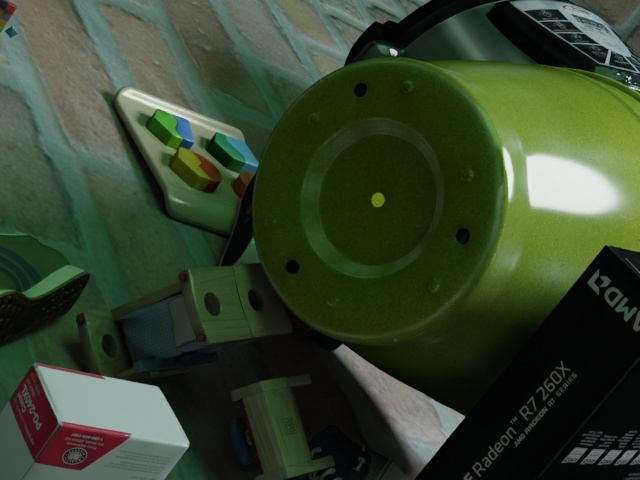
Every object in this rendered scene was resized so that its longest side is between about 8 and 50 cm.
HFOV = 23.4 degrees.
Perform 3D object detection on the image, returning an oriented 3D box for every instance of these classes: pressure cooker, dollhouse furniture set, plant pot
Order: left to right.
[{"bbox_3d":[-0.098,0.127,1.304,0.129,0.129,0.183,-2,72,-57],"label":"dollhouse furniture set"},{"bbox_3d":[0.125,-0.015,1.393,0.366,0.366,0.353,52,19,26],"label":"plant pot"},{"bbox_3d":[0.226,-0.110,1.892,0.420,0.376,0.370,-116,-174,-45],"label":"pressure cooker"}]

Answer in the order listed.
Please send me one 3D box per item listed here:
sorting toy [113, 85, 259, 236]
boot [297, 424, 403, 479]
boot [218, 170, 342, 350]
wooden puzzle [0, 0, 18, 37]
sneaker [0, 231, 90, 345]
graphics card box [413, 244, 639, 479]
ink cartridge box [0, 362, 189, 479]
[{"bbox_3d":[-0.122,-0.083,1.722,0.193,0.038,0.208,19,31,-40],"label":"sorting toy"},{"bbox_3d":[0.009,0.221,1.346,0.086,0.069,0.190,35,14,6],"label":"boot"},{"bbox_3d":[0.000,0.000,1.649,0.176,0.088,0.244,36,44,-18],"label":"boot"},{"bbox_3d":[-0.356,-0.241,1.639,0.083,0.049,0.006,27,25,-25],"label":"wooden puzzle"},{"bbox_3d":[-0.272,0.036,1.256,0.086,0.064,0.192,37,22,13],"label":"sneaker"},{"bbox_3d":[0.214,0.178,1.328,0.233,0.371,0.094,9,34,-50],"label":"graphics card box"},{"bbox_3d":[-0.178,0.164,1.043,0.109,0.150,0.063,17,28,-43],"label":"ink cartridge box"}]
